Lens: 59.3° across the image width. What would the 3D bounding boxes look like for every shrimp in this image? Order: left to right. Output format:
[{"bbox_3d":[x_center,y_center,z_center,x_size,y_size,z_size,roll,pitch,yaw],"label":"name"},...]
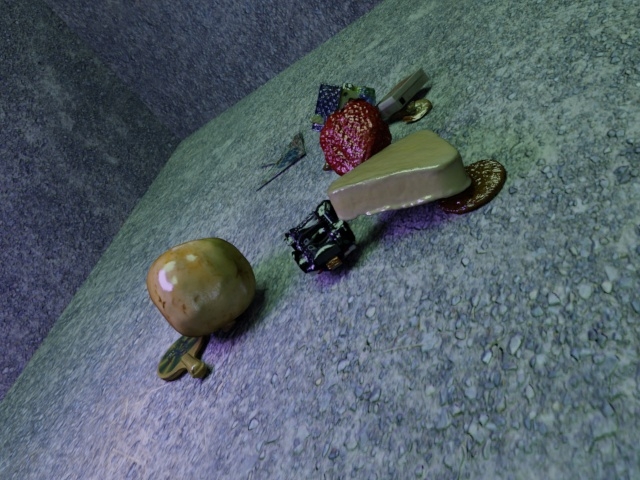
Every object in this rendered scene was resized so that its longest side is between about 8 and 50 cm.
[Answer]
[{"bbox_3d":[0.319,-0.444,1.978,0.162,0.045,0.095,-15,60,36],"label":"shrimp"}]

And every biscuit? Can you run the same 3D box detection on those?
[{"bbox_3d":[0.385,-0.141,1.440,0.188,0.027,0.188,-32,27,19],"label":"biscuit"}]

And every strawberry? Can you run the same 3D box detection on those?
[{"bbox_3d":[0.116,-0.308,1.837,0.239,0.250,0.288,-23,58,23],"label":"strawberry"}]

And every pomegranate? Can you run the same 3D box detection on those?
[{"bbox_3d":[-0.367,0.150,1.724,0.333,0.332,0.332,-32,28,20],"label":"pomegranate"}]

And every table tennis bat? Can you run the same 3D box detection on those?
[{"bbox_3d":[-0.424,0.371,1.773,0.198,0.050,0.321,-49,23,-16],"label":"table tennis bat"}]

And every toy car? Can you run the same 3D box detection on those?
[{"bbox_3d":[0.001,0.002,1.648,0.193,0.118,0.301,-34,28,3],"label":"toy car"}]

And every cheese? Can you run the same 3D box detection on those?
[{"bbox_3d":[0.241,-0.178,1.493,0.384,0.104,0.384,-22,21,9],"label":"cheese"}]

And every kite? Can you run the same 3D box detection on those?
[{"bbox_3d":[-0.173,-0.365,2.545,0.368,0.014,0.406,-3,47,53],"label":"kite"}]

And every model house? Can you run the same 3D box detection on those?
[{"bbox_3d":[0.076,-0.483,2.065,0.170,0.211,0.193,-129,48,-71],"label":"model house"}]

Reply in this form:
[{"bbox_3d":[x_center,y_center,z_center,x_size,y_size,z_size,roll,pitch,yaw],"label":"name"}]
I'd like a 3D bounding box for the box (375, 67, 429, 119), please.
[{"bbox_3d":[0.292,-0.533,2.055,0.201,0.058,0.141,-47,13,-26],"label":"box"}]

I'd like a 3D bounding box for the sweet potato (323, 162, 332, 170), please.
[{"bbox_3d":[0.077,-0.325,2.103,0.182,0.054,0.053,-38,21,13],"label":"sweet potato"}]
